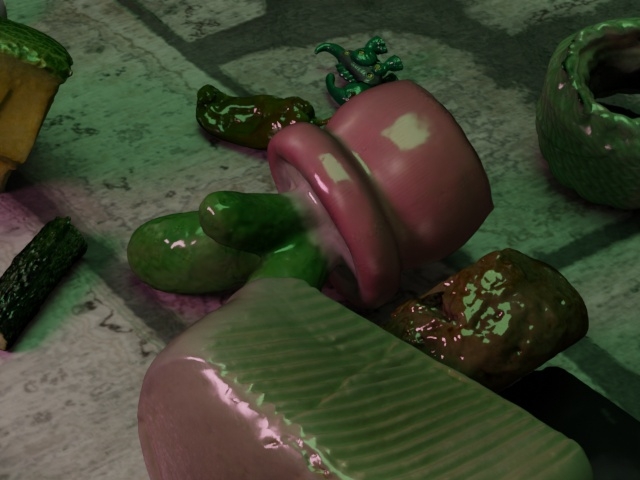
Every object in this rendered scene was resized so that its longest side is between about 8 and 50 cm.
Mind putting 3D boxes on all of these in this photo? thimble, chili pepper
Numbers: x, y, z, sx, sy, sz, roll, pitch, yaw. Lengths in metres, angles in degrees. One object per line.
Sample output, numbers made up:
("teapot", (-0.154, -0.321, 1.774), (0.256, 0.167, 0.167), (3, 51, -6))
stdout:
("thimble", (0.362, -0.154, 2.052), (0.219, 0.150, 0.219), (2, 56, -3))
("chili pepper", (-0.054, -0.138, 2.099), (0.204, 0.073, 0.072), (10, 55, 26))

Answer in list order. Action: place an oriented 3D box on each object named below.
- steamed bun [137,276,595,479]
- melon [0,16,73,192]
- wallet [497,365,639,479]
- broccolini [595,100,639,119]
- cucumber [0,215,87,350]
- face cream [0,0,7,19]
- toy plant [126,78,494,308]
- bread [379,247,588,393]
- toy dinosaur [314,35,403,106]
("steamed bun", (0.027, 0.218, 1.522), (0.383, 0.236, 0.247), (30, 35, 21))
("melon", (-0.471, -0.160, 1.925), (0.344, 0.226, 0.331), (17, -2, -19))
("wallet", (0.291, 0.273, 1.603), (0.228, 0.062, 0.406), (-28, 47, -34))
("broccolini", (0.400, -0.140, 2.162), (0.239, 0.054, 0.051), (10, 73, 4))
("cucumber", (-0.305, 0.042, 1.854), (0.058, 0.058, 0.187), (15, 39, 14))
("face cream", (-0.518, -0.250, 2.200), (0.107, 0.073, 0.269), (26, 42, 32))
("toy plant", (0.005, 0.000, 1.823), (0.356, 0.210, 0.317), (-28, 48, -17))
("bread", (0.144, 0.090, 1.695), (0.230, 0.230, 0.123), (-25, 82, -32))
("toy dinosaur", (0.043, -0.208, 2.213), (0.096, 0.059, 0.132), (-28, 56, -27))
